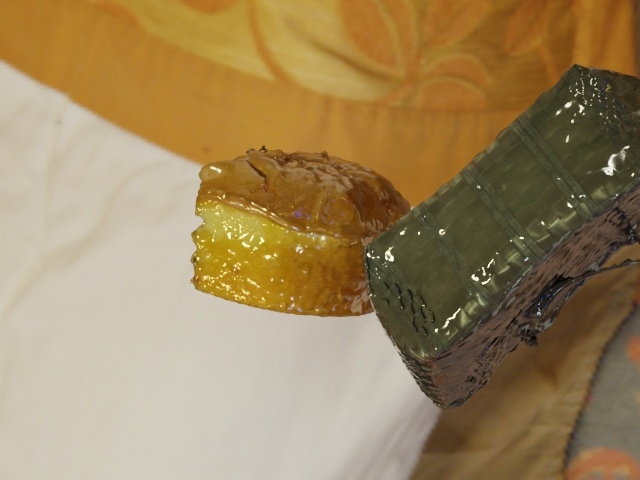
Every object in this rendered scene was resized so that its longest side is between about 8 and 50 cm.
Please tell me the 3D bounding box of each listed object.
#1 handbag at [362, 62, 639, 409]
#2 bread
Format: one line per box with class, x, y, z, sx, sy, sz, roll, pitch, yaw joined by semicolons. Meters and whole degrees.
handbag;0.146;0.003;1.003;0.270;0.175;0.089;-42;59;10
bread;0.000;0.000;1.389;0.139;0.229;0.143;25;109;34
